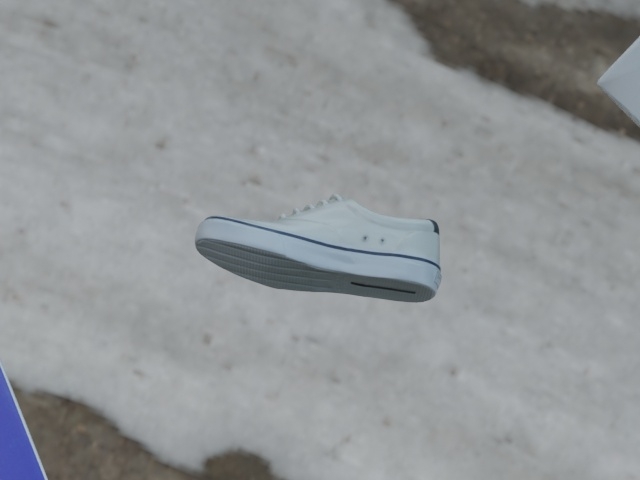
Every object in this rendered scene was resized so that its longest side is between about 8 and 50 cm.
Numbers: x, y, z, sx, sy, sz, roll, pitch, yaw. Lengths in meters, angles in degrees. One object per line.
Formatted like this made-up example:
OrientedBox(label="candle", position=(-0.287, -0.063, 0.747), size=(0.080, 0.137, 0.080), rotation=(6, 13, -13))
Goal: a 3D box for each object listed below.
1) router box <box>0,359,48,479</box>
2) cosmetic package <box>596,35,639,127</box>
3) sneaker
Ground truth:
OrientedBox(label="router box", position=(-0.190, 0.249, 1.112), size=(0.082, 0.301, 0.335), rotation=(-20, 71, -14))
OrientedBox(label="cosmetic package", position=(0.454, -0.054, 1.749), size=(0.377, 0.097, 0.284), rotation=(45, 14, 10))
OrientedBox(label="sneaker", position=(0.000, 0.000, 1.809), size=(0.258, 0.094, 0.091), rotation=(11, 64, -6))
